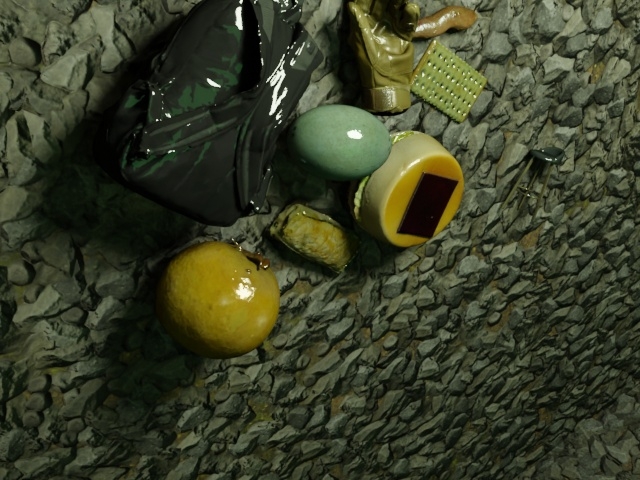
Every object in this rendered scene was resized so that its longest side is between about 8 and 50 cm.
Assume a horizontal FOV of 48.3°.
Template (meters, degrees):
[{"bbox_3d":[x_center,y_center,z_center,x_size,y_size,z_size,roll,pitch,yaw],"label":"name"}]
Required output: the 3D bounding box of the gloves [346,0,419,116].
[{"bbox_3d":[0.135,-0.433,1.538,0.154,0.141,0.331,-3,121,5],"label":"gloves"}]

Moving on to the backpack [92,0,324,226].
[{"bbox_3d":[-0.197,-0.254,1.359,0.363,0.255,0.446,24,100,-44],"label":"backpack"}]

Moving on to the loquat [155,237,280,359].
[{"bbox_3d":[-0.212,0.125,1.566,0.275,0.275,0.275,-17,125,-25],"label":"loquat"}]

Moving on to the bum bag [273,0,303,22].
[{"bbox_3d":[-0.076,-0.415,1.473,0.087,0.049,0.198,-10,122,-33],"label":"bum bag"}]

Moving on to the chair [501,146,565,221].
[{"bbox_3d":[0.610,-0.175,2.057,0.095,0.104,0.221,16,110,-22],"label":"chair"}]

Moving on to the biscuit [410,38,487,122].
[{"bbox_3d":[0.318,-0.389,1.777,0.231,0.016,0.139,22,102,-41],"label":"biscuit"}]

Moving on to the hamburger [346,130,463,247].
[{"bbox_3d":[0.205,-0.129,1.751,0.300,0.176,0.300,-17,124,-26],"label":"hamburger"}]

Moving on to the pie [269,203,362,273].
[{"bbox_3d":[0.000,0.000,1.768,0.282,0.068,0.128,28,101,-45],"label":"pie"}]

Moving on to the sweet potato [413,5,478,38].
[{"bbox_3d":[0.282,-0.507,1.656,0.218,0.051,0.065,-20,129,-24],"label":"sweet potato"}]

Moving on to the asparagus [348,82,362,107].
[{"bbox_3d":[0.091,-0.340,1.650,0.023,0.022,0.233,32,103,3],"label":"asparagus"}]

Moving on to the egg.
[{"bbox_3d":[0.042,-0.216,1.584,0.236,0.169,0.169,5,117,-8],"label":"egg"}]
